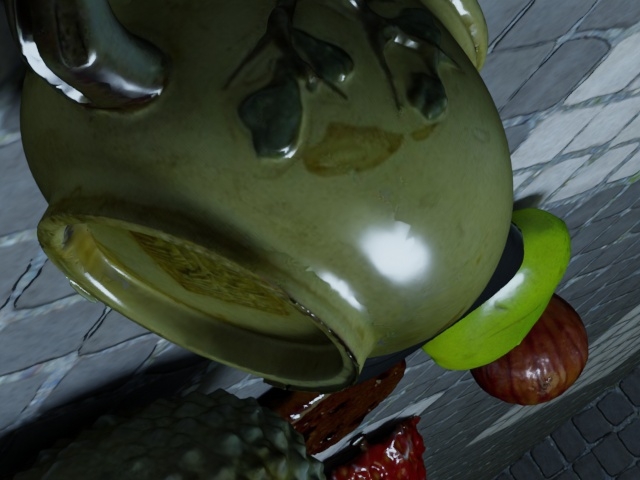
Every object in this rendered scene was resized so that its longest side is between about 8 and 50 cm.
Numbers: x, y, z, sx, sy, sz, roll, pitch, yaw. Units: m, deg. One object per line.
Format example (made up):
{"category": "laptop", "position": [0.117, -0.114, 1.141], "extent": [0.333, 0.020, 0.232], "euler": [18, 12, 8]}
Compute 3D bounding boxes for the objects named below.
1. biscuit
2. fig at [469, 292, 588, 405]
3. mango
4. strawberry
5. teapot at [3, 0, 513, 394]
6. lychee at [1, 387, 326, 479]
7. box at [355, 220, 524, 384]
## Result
{"category": "biscuit", "position": [-0.005, 0.155, 1.214], "extent": [0.192, 0.049, 0.192], "euler": [-35, 160, -15]}
{"category": "fig", "position": [0.200, 0.102, 1.341], "extent": [0.128, 0.128, 0.150], "euler": [-39, 134, 18]}
{"category": "mango", "position": [0.137, 0.041, 1.107], "extent": [0.117, 0.089, 0.163], "euler": [-10, 140, -36]}
{"category": "strawberry", "position": [0.080, 0.344, 1.683], "extent": [0.234, 0.178, 0.234], "euler": [-37, 168, -9]}
{"category": "teapot", "position": [-0.012, -0.060, 0.459], "extent": [0.182, 0.173, 0.269], "euler": [-64, 145, -21]}
{"category": "lychee", "position": [-0.117, 0.225, 0.899], "extent": [0.274, 0.255, 0.255], "euler": [-60, 170, -17]}
{"category": "box", "position": [0.047, 0.042, 0.975], "extent": [0.212, 0.042, 0.201], "euler": [-36, 154, 15]}
